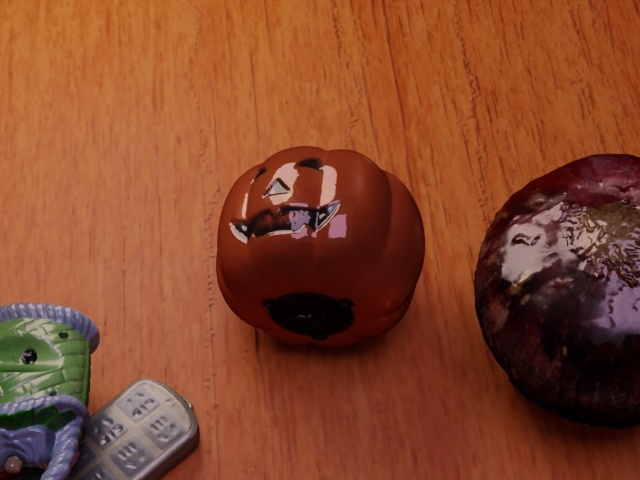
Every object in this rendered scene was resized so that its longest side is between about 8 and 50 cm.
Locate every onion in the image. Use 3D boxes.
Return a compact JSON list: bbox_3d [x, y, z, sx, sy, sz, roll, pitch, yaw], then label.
[{"bbox_3d":[0.255,0.046,0.992,0.247,0.190,0.246,-12,48,13],"label":"onion"}]

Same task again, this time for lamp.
[{"bbox_3d":[0.000,0.000,1.016,0.188,0.187,0.163,5,54,1],"label":"lamp"}]

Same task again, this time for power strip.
[{"bbox_3d":[-0.197,0.200,0.956,0.080,0.029,0.227,40,62,23],"label":"power strip"}]

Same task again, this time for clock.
[{"bbox_3d":[-0.285,0.147,0.931,0.194,0.100,0.195,0,50,11],"label":"clock"}]
